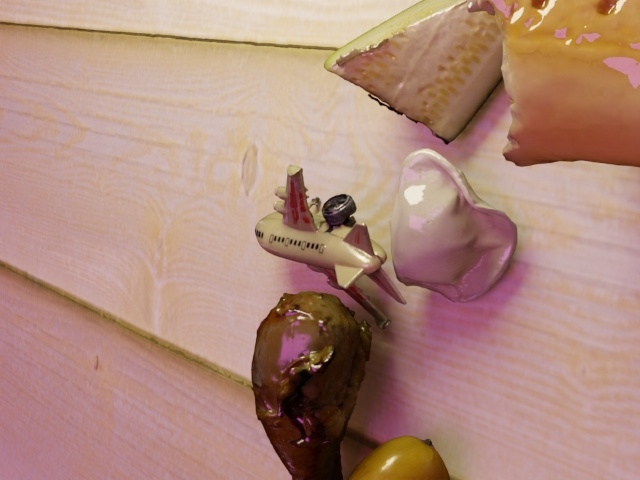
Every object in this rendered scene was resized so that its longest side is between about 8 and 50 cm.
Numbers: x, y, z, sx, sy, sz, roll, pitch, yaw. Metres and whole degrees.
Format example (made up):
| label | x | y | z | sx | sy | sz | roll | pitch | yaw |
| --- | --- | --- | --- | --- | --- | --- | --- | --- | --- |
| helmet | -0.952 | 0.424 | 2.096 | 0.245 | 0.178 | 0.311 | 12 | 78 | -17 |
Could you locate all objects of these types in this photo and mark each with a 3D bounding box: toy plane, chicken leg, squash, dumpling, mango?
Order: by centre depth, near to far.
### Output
| label | x | y | z | sx | sy | sz | roll | pitch | yaw |
| --- | --- | --- | --- | --- | --- | --- | --- | --- | --- |
| squash | 0.140 | -0.253 | 0.813 | 0.170 | 0.093 | 0.252 | 28 | 119 | -11 |
| dumpling | 0.143 | -0.010 | 0.829 | 0.134 | 0.100 | 0.169 | 13 | 102 | 28 |
| mango | 0.084 | 0.326 | 0.870 | 0.091 | 0.137 | 0.237 | 44 | 142 | 51 |
| toy plane | 0.000 | 0.000 | 0.923 | 0.241 | 0.104 | 0.256 | 59 | 167 | -30 |
| chicken leg | -0.012 | 0.208 | 0.933 | 0.140 | 0.211 | 0.360 | 3 | 125 | 9 |

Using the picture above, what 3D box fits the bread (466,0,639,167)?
| label | x | y | z | sx | sy | sz | roll | pitch | yaw |
| --- | --- | --- | --- | --- | --- | --- | --- | --- | --- |
| bread | 0.338 | -0.214 | 0.557 | 0.395 | 0.250 | 0.360 | 13 | 102 | 37 |
